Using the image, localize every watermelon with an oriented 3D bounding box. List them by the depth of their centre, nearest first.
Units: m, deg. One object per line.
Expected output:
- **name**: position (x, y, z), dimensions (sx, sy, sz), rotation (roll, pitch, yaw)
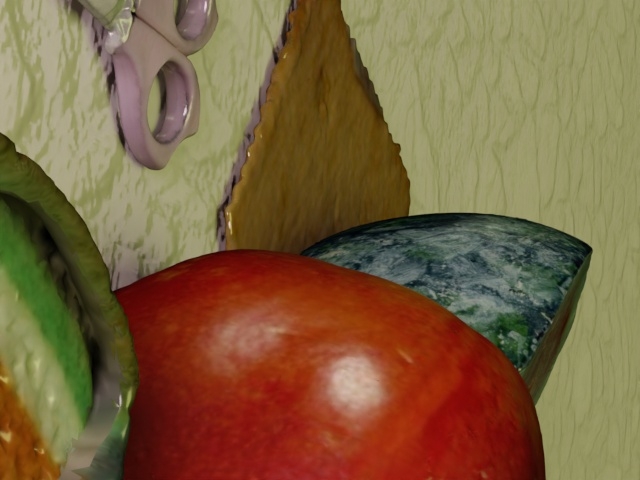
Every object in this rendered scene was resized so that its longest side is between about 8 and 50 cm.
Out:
- **watermelon**: position (0.047, 0.083, 1.021), dimensions (0.318, 0.148, 0.226), rotation (39, 72, -77)

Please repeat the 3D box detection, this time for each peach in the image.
- **peach**: position (-0.028, 0.142, 0.768), dimensions (0.248, 0.245, 0.274), rotation (52, 50, -20)

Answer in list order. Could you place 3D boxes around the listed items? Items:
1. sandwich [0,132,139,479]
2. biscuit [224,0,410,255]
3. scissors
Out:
- **sandwich**: position (-0.163, 0.042, 0.510), dimensions (0.292, 0.109, 0.212), rotation (5, 98, -64)
- **biscuit**: position (0.000, 0.000, 1.037), dimensions (0.232, 0.013, 0.237), rotation (66, 34, -50)
- **scissors**: position (-0.092, -0.103, 0.775), dimensions (0.212, 0.021, 0.110), rotation (33, 66, -66)
